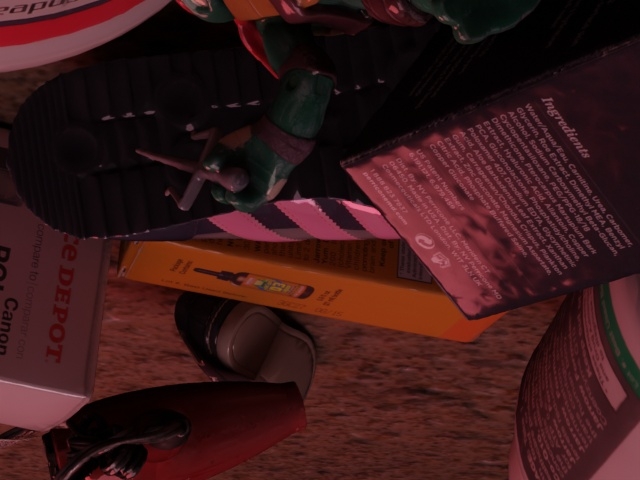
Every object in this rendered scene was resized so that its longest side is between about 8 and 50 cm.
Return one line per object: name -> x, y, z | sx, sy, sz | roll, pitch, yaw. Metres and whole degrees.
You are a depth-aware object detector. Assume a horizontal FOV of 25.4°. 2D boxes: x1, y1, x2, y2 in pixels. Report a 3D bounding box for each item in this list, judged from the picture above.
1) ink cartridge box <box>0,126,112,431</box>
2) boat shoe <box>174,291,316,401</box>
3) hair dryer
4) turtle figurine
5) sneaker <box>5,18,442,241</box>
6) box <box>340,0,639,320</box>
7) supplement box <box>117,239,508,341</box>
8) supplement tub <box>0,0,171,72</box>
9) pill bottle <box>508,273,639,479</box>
ink cartridge box -> -0.236, 0.009, 0.819 | 0.218, 0.158, 0.092 | 16, 154, -26
boat shoe -> -0.057, 0.089, 1.117 | 0.065, 0.075, 0.206 | 23, 164, 23
hair dryer -> -0.114, 0.146, 0.957 | 0.224, 0.080, 0.293 | -9, -178, 37
turtle figurine -> -0.021, -0.113, 0.556 | 0.234, 0.118, 0.175 | -11, 114, 53
sneaker -> 0.010, -0.054, 0.734 | 0.319, 0.112, 0.131 | 1, -178, 2
box -> 0.117, -0.064, 0.555 | 0.158, 0.156, 0.093 | -21, 115, 46
supplement box -> 0.000, 0.000, 0.861 | 0.233, 0.080, 0.078 | 9, 156, -16
supplement tub -> -0.080, -0.174, 0.311 | 0.191, 0.191, 0.272 | 10, 157, -12
pill bottle -> 0.230, 0.093, 0.849 | 0.204, 0.204, 0.361 | 6, 154, -3
